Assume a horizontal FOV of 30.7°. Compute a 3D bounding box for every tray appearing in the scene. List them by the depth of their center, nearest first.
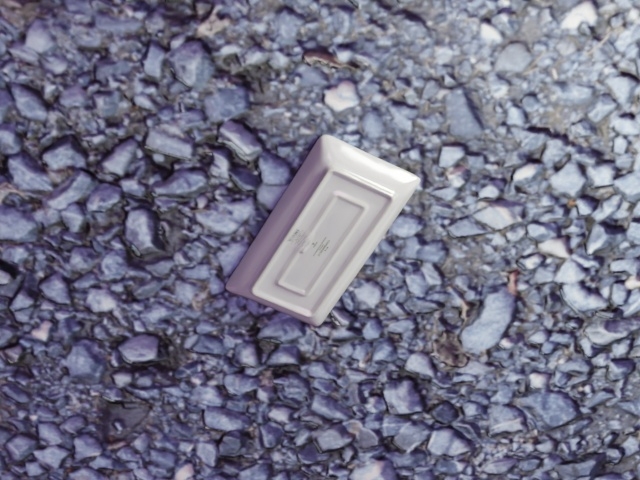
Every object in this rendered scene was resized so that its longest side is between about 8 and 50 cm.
[{"bbox_3d":[0.000,0.000,1.483,0.145,0.030,0.270,24,121,-17],"label":"tray"}]
